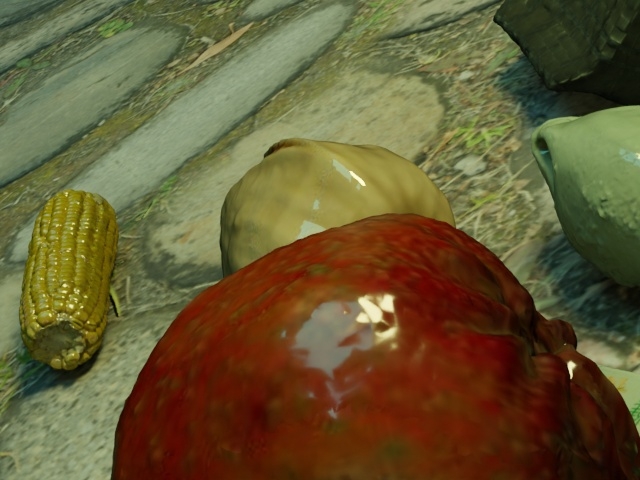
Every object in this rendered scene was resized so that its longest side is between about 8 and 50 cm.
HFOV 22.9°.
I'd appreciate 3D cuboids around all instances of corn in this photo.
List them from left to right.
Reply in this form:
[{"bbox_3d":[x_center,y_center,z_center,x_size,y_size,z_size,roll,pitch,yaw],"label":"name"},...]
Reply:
[{"bbox_3d":[-0.216,0.029,1.352,0.080,0.080,0.238,-24,27,11],"label":"corn"}]

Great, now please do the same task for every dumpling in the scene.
[{"bbox_3d":[0.222,-0.022,1.007,0.219,0.153,0.108,52,126,49],"label":"dumpling"}]

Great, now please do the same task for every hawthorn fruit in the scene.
[{"bbox_3d":[0.007,0.137,0.808,0.300,0.254,0.254,-45,20,23],"label":"hawthorn fruit"}]

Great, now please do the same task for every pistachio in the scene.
[{"bbox_3d":[0.000,0.000,1.113,0.157,0.157,0.229,-39,16,-18],"label":"pistachio"}]

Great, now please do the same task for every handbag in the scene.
[{"bbox_3d":[0.221,-0.211,1.235,0.089,0.175,0.270,13,24,-14],"label":"handbag"}]

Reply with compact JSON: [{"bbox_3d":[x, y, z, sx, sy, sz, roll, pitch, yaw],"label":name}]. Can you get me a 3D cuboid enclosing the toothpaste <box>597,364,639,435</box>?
[{"bbox_3d":[0.208,0.106,0.840,0.058,0.056,0.314,2,2,-36],"label":"toothpaste"}]
